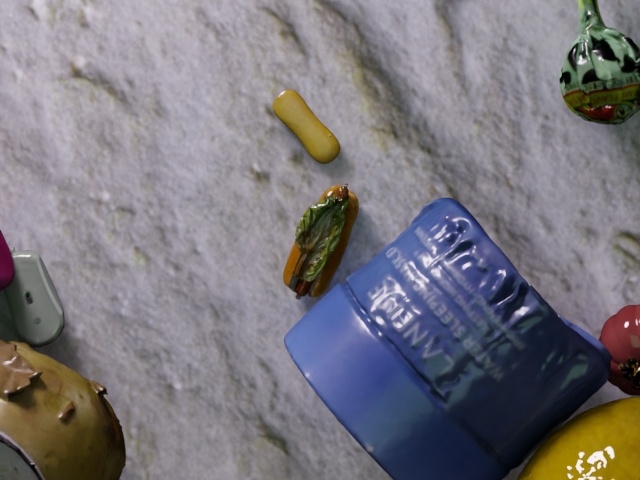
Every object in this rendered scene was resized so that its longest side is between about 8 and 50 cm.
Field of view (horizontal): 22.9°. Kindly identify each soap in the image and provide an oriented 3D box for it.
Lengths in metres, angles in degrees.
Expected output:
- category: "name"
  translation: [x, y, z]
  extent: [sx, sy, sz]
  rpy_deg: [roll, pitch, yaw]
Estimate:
- category: "soap"
  translation: [-0.014, -0.118, 1.642]
  extent: [0.034, 0.012, 0.089]
  rpy_deg: [-40, 91, 6]

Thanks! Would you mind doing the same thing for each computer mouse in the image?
- category: "computer mouse"
  translation: [-0.304, 0.059, 1.665]
  extent: [0.055, 0.032, 0.110]
  rpy_deg: [-22, 82, 4]

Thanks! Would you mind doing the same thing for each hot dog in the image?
- category: "hot dog"
  translation: [0.000, 0.000, 1.635]
  extent: [0.056, 0.041, 0.133]
  rpy_deg: [23, 96, 1]

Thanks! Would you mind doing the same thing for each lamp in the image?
- category: "lamp"
  translation: [0.334, 0.111, 1.598]
  extent: [0.107, 0.092, 0.107]
  rpy_deg: [6, 129, 7]

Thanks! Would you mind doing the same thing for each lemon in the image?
- category: "lemon"
  translation: [0.284, 0.266, 1.458]
  extent: [0.253, 0.228, 0.228]
  rpy_deg: [-30, 92, 8]

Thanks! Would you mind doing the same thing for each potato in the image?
- category: "potato"
  translation: [-0.334, 0.225, 1.613]
  extent: [0.299, 0.196, 0.246]
  rpy_deg: [-16, 108, 32]

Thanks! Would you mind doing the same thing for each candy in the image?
- category: "candy"
  translation: [0.271, -0.267, 1.591]
  extent: [0.091, 0.083, 0.306]
  rpy_deg: [-8, 86, 6]

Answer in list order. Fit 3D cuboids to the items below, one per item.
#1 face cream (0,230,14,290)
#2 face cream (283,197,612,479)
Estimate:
- category: "face cream"
  translation: [-0.436, 0.022, 1.598]
  extent: [0.195, 0.175, 0.175]
  rpy_deg: [-33, 92, 6]
- category: "face cream"
  translation: [0.125, 0.109, 1.534]
  extent: [0.225, 0.249, 0.249]
  rpy_deg: [-44, 91, 3]
